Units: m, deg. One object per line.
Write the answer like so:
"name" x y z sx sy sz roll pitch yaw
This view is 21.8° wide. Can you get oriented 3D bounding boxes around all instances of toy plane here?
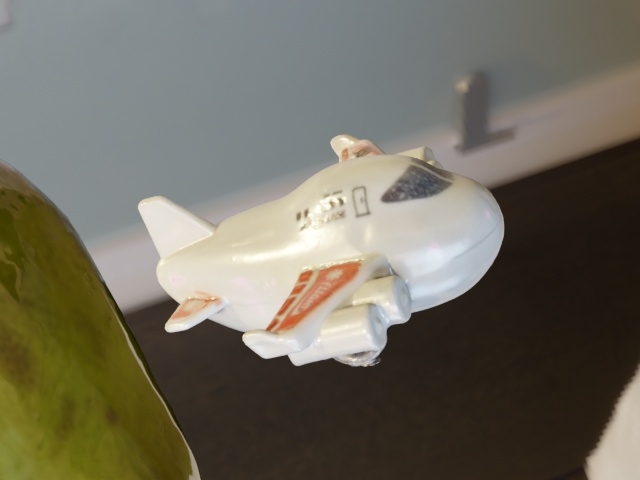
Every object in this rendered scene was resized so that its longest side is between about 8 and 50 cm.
"toy plane" 0.002 0.003 1.131 0.252 0.252 0.118 41 156 59

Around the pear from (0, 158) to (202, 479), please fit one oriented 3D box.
"pear" -0.197 0.066 0.546 0.321 0.269 0.269 21 148 8
